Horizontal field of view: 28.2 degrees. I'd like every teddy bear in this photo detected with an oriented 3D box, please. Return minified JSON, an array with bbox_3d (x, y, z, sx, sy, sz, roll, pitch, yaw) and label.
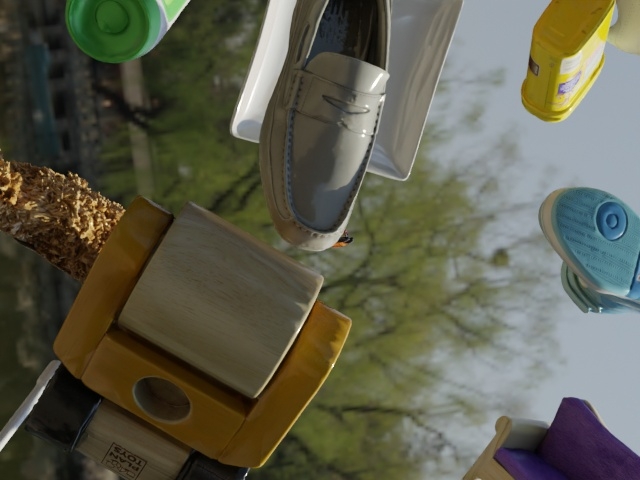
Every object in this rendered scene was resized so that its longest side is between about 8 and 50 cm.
[{"bbox_3d":[-0.251,-0.012,1.385,0.113,0.338,0.245,-57,-169,-4],"label":"teddy bear"}]

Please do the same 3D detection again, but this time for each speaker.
[{"bbox_3d":[-0.236,-0.332,1.655,0.296,0.131,0.131,-74,163,-61],"label":"speaker"}]

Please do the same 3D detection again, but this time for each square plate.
[{"bbox_3d":[0.043,-0.307,2.175,0.049,0.344,0.347,37,-69,65],"label":"square plate"}]

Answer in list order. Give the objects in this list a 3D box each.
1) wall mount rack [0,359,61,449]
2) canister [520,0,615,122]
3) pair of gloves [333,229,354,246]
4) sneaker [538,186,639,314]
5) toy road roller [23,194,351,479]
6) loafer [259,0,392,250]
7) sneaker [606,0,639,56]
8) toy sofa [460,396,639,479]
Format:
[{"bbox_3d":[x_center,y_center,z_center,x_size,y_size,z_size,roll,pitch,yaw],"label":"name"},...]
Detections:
[{"bbox_3d":[-0.459,0.215,1.381,0.304,0.350,0.130,-59,180,3],"label":"wall mount rack"},{"bbox_3d":[0.307,-0.238,1.581,0.073,0.126,0.170,34,-15,16],"label":"canister"},{"bbox_3d":[0.000,0.000,1.523,0.083,0.074,0.010,44,42,-76],"label":"pair of gloves"},{"bbox_3d":[0.375,0.028,1.769,0.208,0.319,0.127,1,-117,59],"label":"sneaker"},{"bbox_3d":[-0.105,0.075,1.142,0.329,0.202,0.240,-56,-175,42],"label":"toy road roller"},{"bbox_3d":[0.010,-0.149,1.260,0.111,0.112,0.319,148,-49,-62],"label":"loafer"},{"bbox_3d":[0.407,-0.333,1.580,0.080,0.094,0.212,-38,145,-59],"label":"sneaker"},{"bbox_3d":[0.373,0.363,1.638,0.362,0.150,0.177,43,-75,32],"label":"toy sofa"}]
